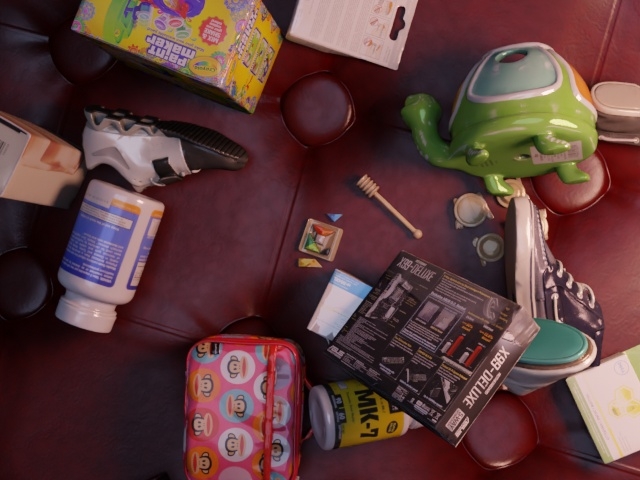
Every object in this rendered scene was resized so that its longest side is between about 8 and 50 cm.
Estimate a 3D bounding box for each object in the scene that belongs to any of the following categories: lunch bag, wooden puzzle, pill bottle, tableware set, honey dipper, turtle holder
[{"bbox_3d":[-0.126,0.327,1.708,0.258,0.120,0.293,2,90,3],"label":"lunch bag"},{"bbox_3d":[0.000,0.000,1.747,0.078,0.014,0.116,12,90,7],"label":"wooden puzzle"},{"bbox_3d":[0.092,0.308,1.647,0.208,0.119,0.119,-8,87,-17],"label":"pill bottle"},{"bbox_3d":[0.341,-0.040,1.702,0.168,0.020,0.141,-23,86,5],"label":"tableware set"},{"bbox_3d":[0.135,-0.062,1.724,0.160,0.030,0.030,44,94,5],"label":"honey dipper"},{"bbox_3d":[-0.415,0.032,1.731,0.152,0.152,0.272,20,91,7],"label":"pill bottle"},{"bbox_3d":[0.335,-0.217,1.624,0.320,0.243,0.228,-17,66,45],"label":"turtle holder"}]

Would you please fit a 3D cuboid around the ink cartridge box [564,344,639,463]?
[{"bbox_3d":[0.590,0.282,1.644,0.235,0.056,0.171,-25,85,8],"label":"ink cartridge box"}]

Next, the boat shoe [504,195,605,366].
[{"bbox_3d":[0.426,0.083,1.636,0.158,0.127,0.341,-5,102,2],"label":"boat shoe"}]

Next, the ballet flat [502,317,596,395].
[{"bbox_3d":[0.307,0.203,1.580,0.400,0.139,0.139,4,89,43],"label":"ballet flat"}]

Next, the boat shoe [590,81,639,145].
[{"bbox_3d":[0.645,-0.218,1.642,0.335,0.096,0.112,9,54,4],"label":"boat shoe"}]

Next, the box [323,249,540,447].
[{"bbox_3d":[0.180,0.172,1.535,0.242,0.076,0.307,-52,39,-10],"label":"box"}]

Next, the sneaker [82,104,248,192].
[{"bbox_3d":[-0.304,-0.159,1.753,0.330,0.122,0.146,13,108,7],"label":"sneaker"}]

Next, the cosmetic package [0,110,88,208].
[{"bbox_3d":[-0.563,-0.155,1.684,0.153,0.296,0.129,28,91,6],"label":"cosmetic package"}]

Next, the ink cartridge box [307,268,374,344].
[{"bbox_3d":[0.041,0.137,1.698,0.089,0.092,0.143,27,91,8],"label":"ink cartridge box"}]

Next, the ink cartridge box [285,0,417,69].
[{"bbox_3d":[0.064,-0.446,1.745,0.224,0.056,0.181,17,90,-11],"label":"ink cartridge box"}]

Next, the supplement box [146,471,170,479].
[{"bbox_3d":[-0.304,0.554,1.725,0.080,0.104,0.188,-29,85,6],"label":"supplement box"}]

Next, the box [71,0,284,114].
[{"bbox_3d":[-0.251,-0.383,1.658,0.289,0.279,0.177,23,92,7],"label":"box"}]
